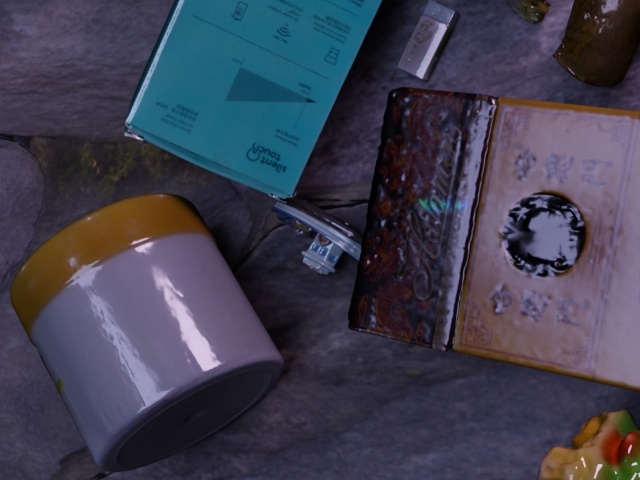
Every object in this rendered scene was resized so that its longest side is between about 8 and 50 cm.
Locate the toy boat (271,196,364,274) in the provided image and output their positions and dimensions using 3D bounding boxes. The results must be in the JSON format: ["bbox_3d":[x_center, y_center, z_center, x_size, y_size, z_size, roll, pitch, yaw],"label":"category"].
[{"bbox_3d":[0.000,0.000,1.275,0.140,0.059,0.066,27,86,26],"label":"toy boat"}]

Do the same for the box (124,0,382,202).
[{"bbox_3d":[-0.067,-0.227,1.248,0.205,0.118,0.311,23,98,-11],"label":"box"}]

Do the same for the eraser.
[{"bbox_3d":[0.119,-0.221,1.253,0.038,0.019,0.083,30,100,28],"label":"eraser"}]

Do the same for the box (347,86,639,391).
[{"bbox_3d":[0.244,0.001,1.113,0.415,0.115,0.265,12,92,28],"label":"box"}]

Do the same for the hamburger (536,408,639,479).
[{"bbox_3d":[0.269,0.260,1.023,0.148,0.237,0.237,8,89,28],"label":"hamburger"}]

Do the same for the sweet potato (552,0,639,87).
[{"bbox_3d":[0.345,-0.269,1.110,0.285,0.085,0.112,-40,103,8],"label":"sweet potato"}]

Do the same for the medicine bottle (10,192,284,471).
[{"bbox_3d":[-0.194,0.105,1.271,0.238,0.238,0.232,-38,70,20],"label":"medicine bottle"}]

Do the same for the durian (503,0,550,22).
[{"bbox_3d":[0.149,-0.367,1.183,0.306,0.172,0.166,55,135,12],"label":"durian"}]
